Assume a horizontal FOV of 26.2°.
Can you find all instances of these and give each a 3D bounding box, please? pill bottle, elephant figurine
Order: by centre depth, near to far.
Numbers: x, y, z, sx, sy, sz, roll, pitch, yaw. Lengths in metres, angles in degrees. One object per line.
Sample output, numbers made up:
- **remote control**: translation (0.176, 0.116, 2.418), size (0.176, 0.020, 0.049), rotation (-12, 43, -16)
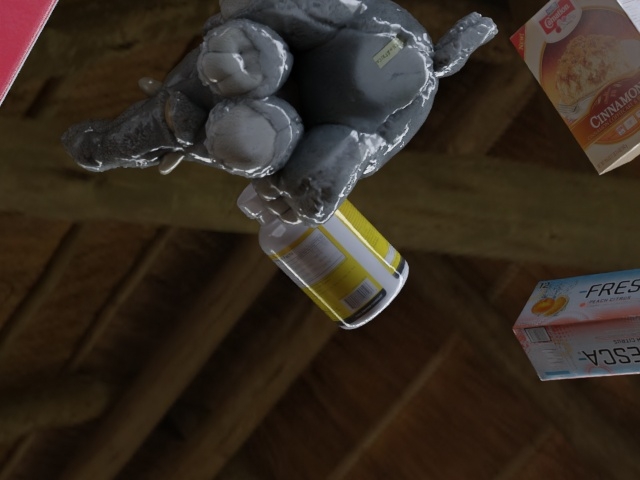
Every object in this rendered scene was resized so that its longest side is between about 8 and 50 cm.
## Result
- **elephant figurine**: translation (-0.040, -0.096, 0.912), size (0.186, 0.239, 0.169), rotation (28, -100, -18)
- **pill bottle**: translation (0.000, 0.000, 1.471), size (0.103, 0.103, 0.184), rotation (-39, -75, 20)

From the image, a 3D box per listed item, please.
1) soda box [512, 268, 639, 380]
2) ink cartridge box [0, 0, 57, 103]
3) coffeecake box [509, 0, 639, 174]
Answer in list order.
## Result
- **soda box**: translation (0.241, 0.061, 1.041), size (0.183, 0.063, 0.058), rotation (-9, -58, 42)
- **ink cartridge box**: translation (-0.186, -0.129, 0.597), size (0.130, 0.272, 0.309), rotation (33, -107, -27)
- **coffeecake box**: translation (0.315, -0.190, 1.491), size (0.185, 0.068, 0.142), rotation (59, -43, 11)
